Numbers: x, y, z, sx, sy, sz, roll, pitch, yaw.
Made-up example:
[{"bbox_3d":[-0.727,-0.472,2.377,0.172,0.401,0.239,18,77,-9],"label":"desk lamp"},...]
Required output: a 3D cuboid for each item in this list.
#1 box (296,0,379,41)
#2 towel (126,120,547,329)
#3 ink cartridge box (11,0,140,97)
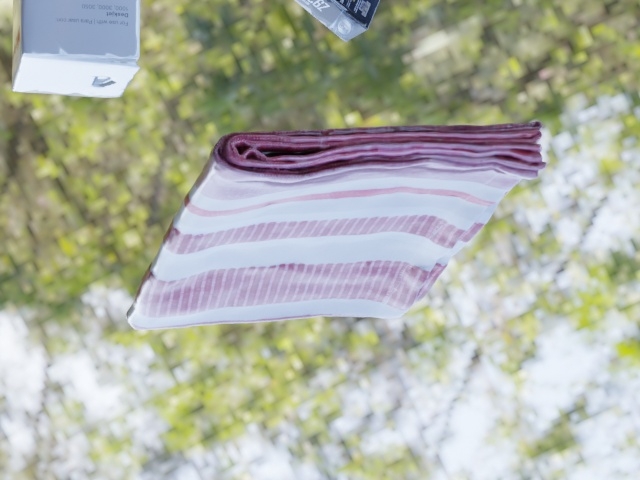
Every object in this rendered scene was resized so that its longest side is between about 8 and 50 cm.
[{"bbox_3d":[0.007,-0.152,0.972,0.018,0.067,0.083,-24,-143,48],"label":"box"},{"bbox_3d":[0.000,0.000,1.420,0.237,0.037,0.329,-3,159,-18],"label":"towel"},{"bbox_3d":[-0.105,-0.128,0.836,0.052,0.122,0.088,0,174,-11],"label":"ink cartridge box"}]
